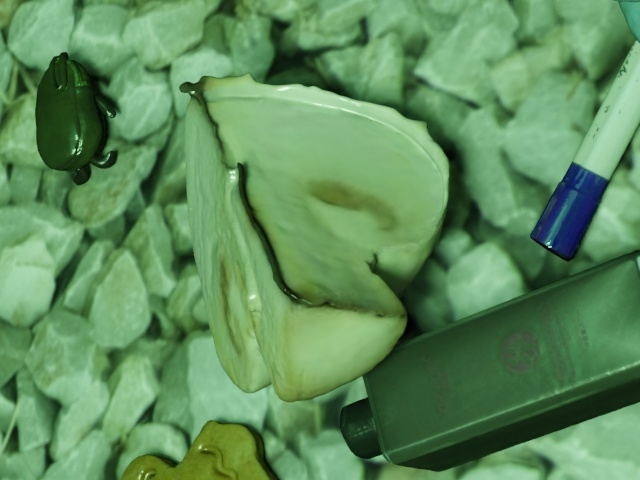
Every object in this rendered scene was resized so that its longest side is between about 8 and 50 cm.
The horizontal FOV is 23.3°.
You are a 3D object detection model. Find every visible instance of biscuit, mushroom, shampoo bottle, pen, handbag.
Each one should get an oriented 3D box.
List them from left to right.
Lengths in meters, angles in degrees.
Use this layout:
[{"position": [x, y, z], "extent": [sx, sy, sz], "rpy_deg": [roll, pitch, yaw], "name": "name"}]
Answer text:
[{"position": [-0.207, -0.108, 1.294], "extent": [0.072, 0.047, 0.111], "rpy_deg": [-26, 66, 31], "name": "handbag"}, {"position": [-0.114, 0.253, 1.158], "extent": [0.249, 0.035, 0.184], "rpy_deg": [-45, 59, 16], "name": "biscuit"}, {"position": [0.006, 0.015, 1.092], "extent": [0.162, 0.173, 0.236], "rpy_deg": [-10, 47, -15], "name": "mushroom"}, {"position": [0.123, 0.088, 1.019], "extent": [0.246, 0.079, 0.080], "rpy_deg": [-24, 66, 26], "name": "shampoo bottle"}, {"position": [0.216, -0.111, 1.036], "extent": [0.033, 0.033, 0.269], "rpy_deg": [31, 96, 34], "name": "pen"}]

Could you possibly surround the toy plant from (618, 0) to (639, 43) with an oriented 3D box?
[{"position": [0.210, -0.232, 0.929], "extent": [0.332, 0.247, 0.247], "rpy_deg": [42, 102, 40], "name": "toy plant"}]
